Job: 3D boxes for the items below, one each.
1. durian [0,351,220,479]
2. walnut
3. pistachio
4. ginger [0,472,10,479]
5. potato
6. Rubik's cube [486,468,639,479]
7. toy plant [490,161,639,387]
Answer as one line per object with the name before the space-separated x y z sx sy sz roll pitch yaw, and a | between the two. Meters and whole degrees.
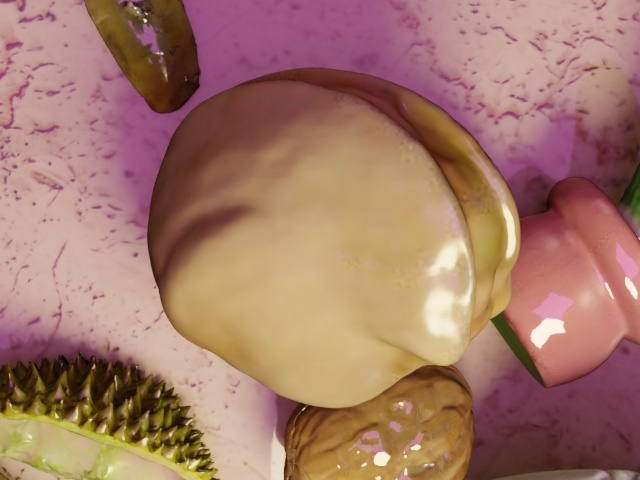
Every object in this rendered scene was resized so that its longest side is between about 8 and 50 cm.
durian | -0.268 0.229 1.435 0.352 0.158 0.169 20 107 -10
walnut | 0.068 0.237 1.442 0.245 0.198 0.198 -26 98 -11
pistachio | 0.000 0.000 1.316 0.445 0.281 0.365 3 114 37
ginger | -0.388 0.287 1.400 0.375 0.236 0.166 19 52 -12
potato | -0.198 -0.236 1.418 0.105 0.085 0.188 -21 102 0
Rubik's cube | 0.327 0.447 1.335 0.351 0.347 0.352 15 71 -24
toy plant | 0.341 -0.005 1.405 0.356 0.210 0.317 -28 131 4
